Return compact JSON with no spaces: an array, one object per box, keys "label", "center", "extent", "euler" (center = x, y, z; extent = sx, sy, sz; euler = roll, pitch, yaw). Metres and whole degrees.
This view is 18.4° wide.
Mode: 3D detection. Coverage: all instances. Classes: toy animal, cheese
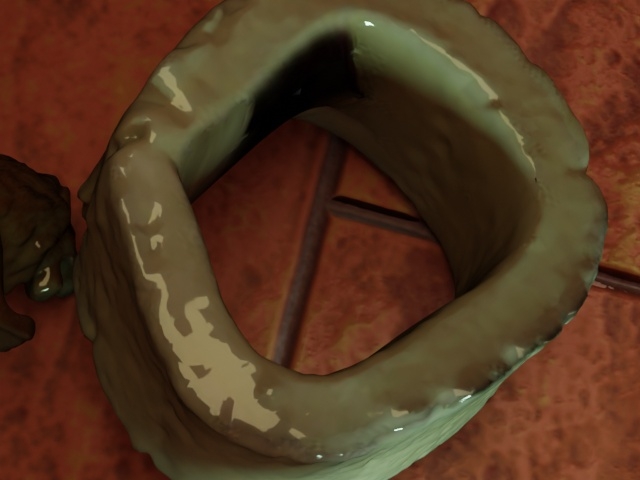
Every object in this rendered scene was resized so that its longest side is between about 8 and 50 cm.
[{"label":"toy animal","center":[-0.255,-0.036,1.184],"extent":[0.312,0.097,0.158],"euler":[42,36,-33]},{"label":"cheese","center":[-0.003,-0.001,1.223],"extent":[0.292,0.153,0.332],"euler":[46,58,6]}]
